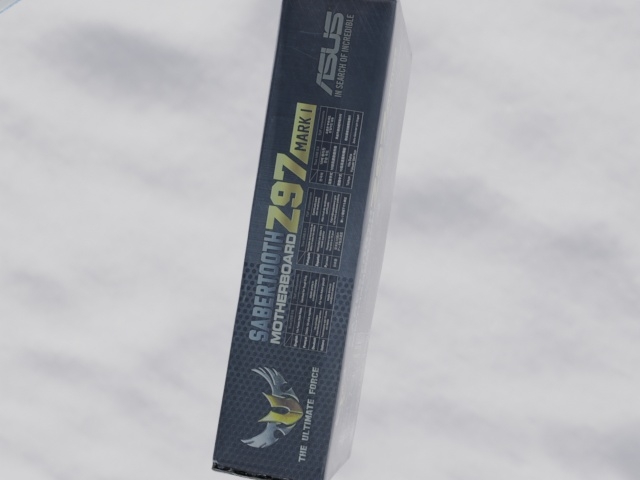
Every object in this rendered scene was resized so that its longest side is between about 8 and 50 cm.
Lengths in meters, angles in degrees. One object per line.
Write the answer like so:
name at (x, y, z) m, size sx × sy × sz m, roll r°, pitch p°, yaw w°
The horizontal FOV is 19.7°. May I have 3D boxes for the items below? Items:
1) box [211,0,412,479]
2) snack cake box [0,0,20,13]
box at (0.000, 0.000, 0.927) m, size 0.059 × 0.233 × 0.183 m, roll 8°, pitch 179°, yaw 4°
snack cake box at (-0.123, -0.179, 0.512) m, size 0.089 × 0.264 × 0.152 m, roll -33°, pitch 122°, yaw 5°
